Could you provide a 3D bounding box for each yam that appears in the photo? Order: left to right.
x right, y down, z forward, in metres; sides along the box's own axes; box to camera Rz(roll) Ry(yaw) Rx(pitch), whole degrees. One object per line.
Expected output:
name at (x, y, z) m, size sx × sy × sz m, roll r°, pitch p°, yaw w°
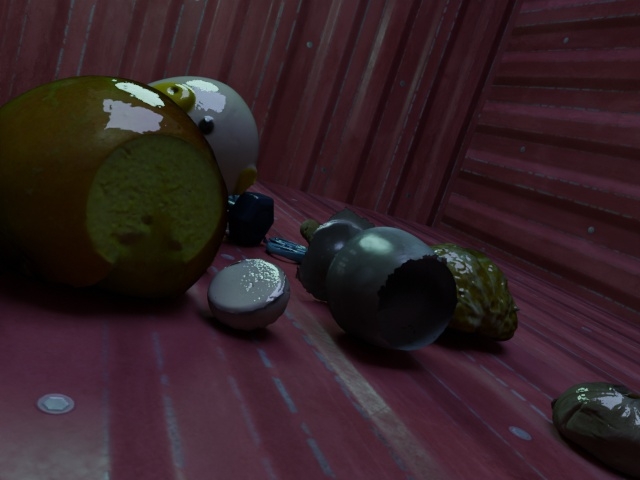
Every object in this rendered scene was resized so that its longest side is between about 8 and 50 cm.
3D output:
yam at (0.000, 0.000, 1.460) m, size 0.081 × 0.081 × 0.356 m, roll 16°, pitch 10°, yaw -15°

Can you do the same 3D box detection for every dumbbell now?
dumbbell at (-0.291, -0.105, 1.486) m, size 0.325 × 0.159 × 0.144 m, roll 23°, pitch 43°, yaw 23°

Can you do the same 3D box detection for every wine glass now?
wine glass at (0.105, 0.075, 1.024) m, size 0.238 × 0.237 × 0.323 m, roll 12°, pitch 8°, yaw -30°

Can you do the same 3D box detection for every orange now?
orange at (0.316, 0.117, 1.240) m, size 0.369 × 0.210 × 0.271 m, roll 14°, pitch 9°, yaw -34°

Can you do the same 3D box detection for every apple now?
apple at (-0.345, -0.065, 0.826) m, size 0.383 × 0.374 × 0.374 m, roll 59°, pitch 15°, yaw 1°

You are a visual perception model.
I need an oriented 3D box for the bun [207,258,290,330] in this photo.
bun at (-0.118, 0.104, 0.882) m, size 0.138 × 0.094 × 0.138 m, roll -3°, pitch 39°, yaw 2°

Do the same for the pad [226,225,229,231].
pad at (-0.300, -0.061, 1.644) m, size 0.176 × 0.002 × 0.266 m, roll 13°, pitch 12°, yaw -27°

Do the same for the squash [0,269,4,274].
squash at (-0.483, 0.047, 0.578) m, size 0.220 × 0.133 × 0.220 m, roll 15°, pitch -5°, yaw 1°

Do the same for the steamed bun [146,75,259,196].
steamed bun at (-0.341, -0.238, 1.302) m, size 0.374 × 0.333 × 0.334 m, roll -19°, pitch 17°, yaw -6°

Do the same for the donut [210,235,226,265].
donut at (-0.339, -0.023, 1.110) m, size 0.152 × 0.101 × 0.259 m, roll 7°, pitch 16°, yaw -47°

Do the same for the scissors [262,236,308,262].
scissors at (0.018, 0.065, 1.457) m, size 0.393 × 0.032 × 0.180 m, roll 19°, pitch 10°, yaw 9°

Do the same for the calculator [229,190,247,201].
calculator at (-0.297, -0.163, 1.816) m, size 0.188 × 0.042 × 0.302 m, roll 57°, pitch 5°, yaw -6°

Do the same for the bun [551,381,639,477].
bun at (0.475, 0.291, 0.843) m, size 0.173 × 0.113 × 0.166 m, roll 18°, pitch 10°, yaw -14°
